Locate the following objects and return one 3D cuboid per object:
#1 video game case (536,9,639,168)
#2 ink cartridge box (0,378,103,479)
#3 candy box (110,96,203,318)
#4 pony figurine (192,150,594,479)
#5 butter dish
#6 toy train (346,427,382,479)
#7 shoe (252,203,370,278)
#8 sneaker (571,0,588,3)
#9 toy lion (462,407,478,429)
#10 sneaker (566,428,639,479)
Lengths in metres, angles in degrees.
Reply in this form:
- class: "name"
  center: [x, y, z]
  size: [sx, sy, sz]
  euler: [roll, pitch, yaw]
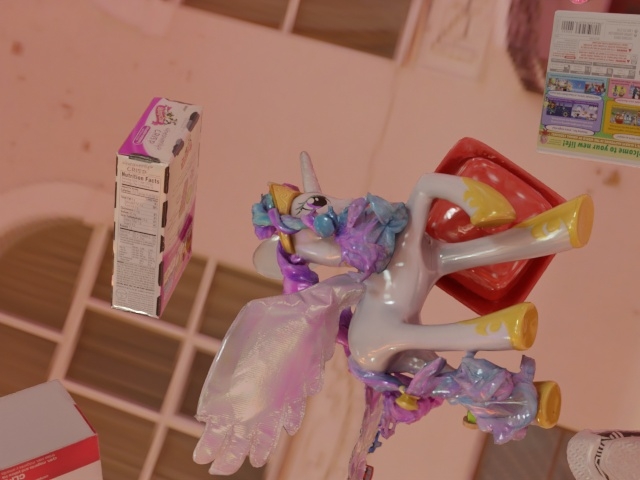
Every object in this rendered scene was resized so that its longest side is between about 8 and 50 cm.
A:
- class: "video game case"
  center: [0.381, -0.196, 1.700]
  size: [0.023, 0.212, 0.193]
  euler: [0, -80, -44]
- class: "ink cartridge box"
  center: [-0.334, 0.282, 1.543]
  size: [0.127, 0.128, 0.176]
  euler: [-19, -55, -27]
- class: "candy box"
  center: [-0.209, -0.042, 1.669]
  size: [0.159, 0.071, 0.233]
  euler: [-71, -9, -57]
- class: "pony figurine"
  center: [0.064, 0.085, 1.315]
  size: [0.303, 0.363, 0.351]
  euler: [21, -102, -54]
- class: "butter dish"
  center: [0.176, -0.017, 1.379]
  size: [0.160, 0.160, 0.118]
  euler: [-55, -5, -6]
- class: "toy train"
  center: [0.060, 0.339, 1.912]
  size: [0.027, 0.036, 0.158]
  euler: [56, -131, -79]
- class: "shoe"
  center: [0.000, 0.000, 1.742]
  size: [0.063, 0.178, 0.081]
  euler: [67, -162, -3]
- class: "sneaker"
  center: [0.447, -0.409, 2.096]
  size: [0.057, 0.119, 0.047]
  euler: [-10, -94, -34]
- class: "toy lion"
  center: [0.213, 0.186, 1.536]
  size: [0.100, 0.096, 0.034]
  euler: [-81, -5, -68]
- class: "sneaker"
  center: [0.561, 0.325, 1.928]
  size: [0.210, 0.365, 0.137]
  euler: [-29, -60, -49]
